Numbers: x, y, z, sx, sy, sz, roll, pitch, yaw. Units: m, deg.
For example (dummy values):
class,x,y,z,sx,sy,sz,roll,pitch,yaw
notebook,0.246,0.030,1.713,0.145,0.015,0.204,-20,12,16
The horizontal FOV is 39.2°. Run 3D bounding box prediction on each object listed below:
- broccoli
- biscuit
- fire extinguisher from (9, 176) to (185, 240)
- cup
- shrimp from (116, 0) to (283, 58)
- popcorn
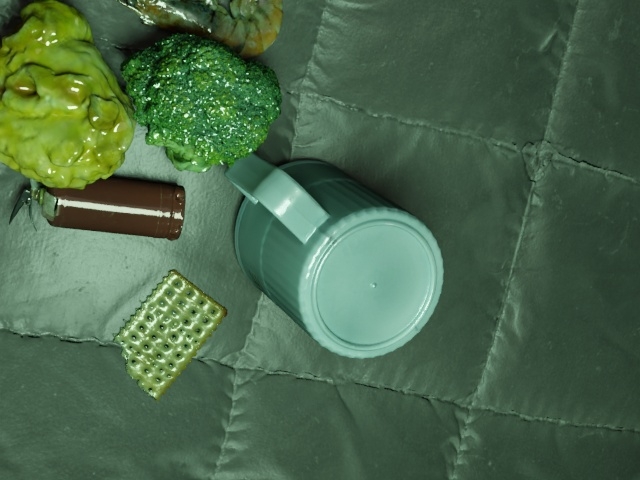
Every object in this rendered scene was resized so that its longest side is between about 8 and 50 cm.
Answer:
class,x,y,z,sx,sy,sz,roll,pitch,yaw
broccoli,-0.188,-0.212,1.417,0.261,0.242,0.269,-1,56,-29
biscuit,-0.272,0.163,1.572,0.144,0.016,0.203,42,85,-20
fire extinguisher,-0.361,-0.055,1.462,0.268,0.105,0.105,6,98,-19
cup,0.019,-0.004,1.455,0.256,0.311,0.331,-20,113,-16
shrimp,-0.196,-0.409,1.473,0.296,0.058,0.169,16,89,-24
popcorn,-0.414,-0.205,1.364,0.225,0.174,0.286,-29,82,2
